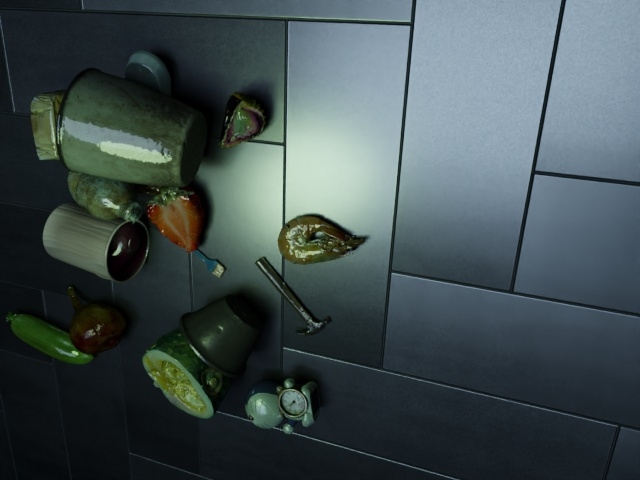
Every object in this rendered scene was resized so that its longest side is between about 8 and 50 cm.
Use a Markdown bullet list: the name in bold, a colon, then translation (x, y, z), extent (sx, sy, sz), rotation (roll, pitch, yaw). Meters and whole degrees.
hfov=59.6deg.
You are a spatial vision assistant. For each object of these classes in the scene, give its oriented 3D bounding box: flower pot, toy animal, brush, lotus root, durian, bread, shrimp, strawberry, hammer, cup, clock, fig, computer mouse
- **flower pot**: translation (-0.290, 0.279, 1.753), extent (0.166, 0.269, 0.269), rotation (-45, 90, 10)
- **toy animal**: translation (-0.485, -0.213, 1.734), extent (0.276, 0.054, 0.149), rotation (-2, 106, 23)
- **flower pot**: translation (-0.506, -0.286, 1.550), extent (0.331, 0.293, 0.293), rotation (17, 115, 1)
- **brush**: translation (-0.379, 0.057, 1.815), extent (0.164, 0.014, 0.051), rotation (39, 116, 5)
- **lotus root**: translation (-0.657, -0.158, 1.701), extent (0.350, 0.175, 0.174), rotation (31, 121, 41)
- **durian**: translation (-0.213, -0.339, 1.573), extent (0.108, 0.119, 0.186), rotation (11, 133, -24)
- **bread**: translation (-0.782, -0.356, 1.718), extent (0.110, 0.192, 0.209), rotation (14, 116, 24)
- **shrimp**: translation (0.000, 0.000, 1.624), extent (0.267, 0.061, 0.145), rotation (1, 100, 23)
- **strawberry**: translation (-0.424, -0.081, 1.740), extent (0.175, 0.098, 0.228), rotation (-28, 122, 11)
- **hammer**: translation (-0.100, 0.171, 1.742), extent (0.125, 0.027, 0.297), rotation (-37, 93, 23)
- **cup**: translation (-0.718, 0.011, 1.848), extent (0.273, 0.288, 0.208), rotation (17, 78, 16)
- **clock**: translation (-0.129, 0.535, 1.823), extent (0.244, 0.146, 0.199), rotation (-6, 102, 19)
- **fig**: translation (-0.812, 0.279, 2.018), extent (0.290, 0.191, 0.190), rotation (50, 129, 46)
- **computer mouse**: translation (-0.501, -0.445, 1.645), extent (0.128, 0.079, 0.230), rotation (19, 132, 10)

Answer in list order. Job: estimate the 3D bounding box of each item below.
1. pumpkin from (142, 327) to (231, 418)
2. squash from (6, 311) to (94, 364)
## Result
- **pumpkin**: translation (-0.421, 0.420, 1.868), extent (0.264, 0.197, 0.292), rotation (-13, 111, 39)
- **squash**: translation (-1.045, 0.373, 2.140), extent (0.395, 0.107, 0.107), rotation (23, 116, 13)
